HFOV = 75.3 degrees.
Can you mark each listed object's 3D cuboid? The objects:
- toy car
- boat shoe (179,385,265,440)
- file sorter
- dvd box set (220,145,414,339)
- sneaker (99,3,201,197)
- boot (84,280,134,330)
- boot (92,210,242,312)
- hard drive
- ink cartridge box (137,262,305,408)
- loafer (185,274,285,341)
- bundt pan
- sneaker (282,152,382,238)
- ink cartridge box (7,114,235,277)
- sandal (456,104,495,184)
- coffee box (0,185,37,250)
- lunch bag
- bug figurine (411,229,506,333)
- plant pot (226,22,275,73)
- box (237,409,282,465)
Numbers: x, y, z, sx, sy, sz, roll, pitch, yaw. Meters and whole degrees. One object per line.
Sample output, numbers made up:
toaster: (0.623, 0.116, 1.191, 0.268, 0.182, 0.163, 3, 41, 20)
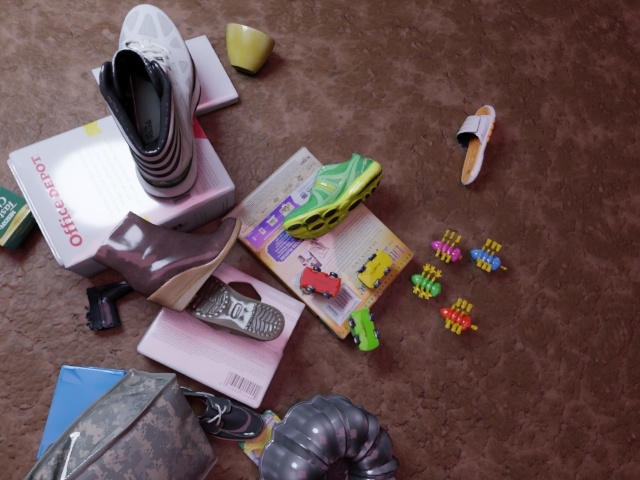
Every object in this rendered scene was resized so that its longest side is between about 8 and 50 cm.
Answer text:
toy car: (0.081, 0.153, 0.999, 0.238, 0.053, 0.225, -13, 80, -15)
boat shoe: (-0.236, 0.385, 0.910, 0.232, 0.079, 0.084, 19, 68, -1)
file sorter: (-0.478, 0.351, 0.859, 0.118, 0.104, 0.171, 10, 75, -11)
dvd box set: (0.000, 0.000, 1.079, 0.420, 0.062, 0.308, 43, 71, 0)
sneaker: (-0.323, -0.335, 0.815, 0.169, 0.257, 0.448, -8, 76, -15)
boot: (-0.471, 0.148, 0.941, 0.121, 0.045, 0.099, -11, 77, -8)
boot: (-0.302, 0.000, 0.852, 0.206, 0.090, 0.248, 40, 67, -15)
hard drive: (-0.402, -0.405, 1.092, 0.307, 0.040, 0.203, -27, 84, -18)
ink cartridge box: (-0.222, 0.205, 0.975, 0.296, 0.066, 0.261, 29, 69, -6)
loafer: (-0.205, 0.157, 0.912, 0.268, 0.092, 0.102, 25, 60, 10)
bundt pan: (0.038, 0.510, 0.895, 0.330, 0.124, 0.331, 7, 74, -27)
sneaker: (0.021, -0.112, 1.040, 0.295, 0.109, 0.123, -37, 61, -16)
ink cartridge box: (-0.432, -0.128, 0.955, 0.384, 0.160, 0.279, -28, 83, -18)
sandal: (0.447, -0.297, 1.235, 0.076, 0.102, 0.266, 20, 75, -11)
coffee box: (-0.719, -0.066, 0.913, 0.184, 0.040, 0.113, 27, 73, 10)
lunch bag: (-0.358, 0.421, 0.743, 0.287, 0.168, 0.236, -48, 126, -53)
bug figurine: (0.372, 0.105, 1.136, 0.216, 0.072, 0.279, 33, 76, 3)
plant pot: (-0.201, -0.514, 1.132, 0.134, 0.134, 0.095, 16, 100, -9)
box: (-0.095, 0.485, 0.951, 0.105, 0.043, 0.179, -43, 92, -18)
